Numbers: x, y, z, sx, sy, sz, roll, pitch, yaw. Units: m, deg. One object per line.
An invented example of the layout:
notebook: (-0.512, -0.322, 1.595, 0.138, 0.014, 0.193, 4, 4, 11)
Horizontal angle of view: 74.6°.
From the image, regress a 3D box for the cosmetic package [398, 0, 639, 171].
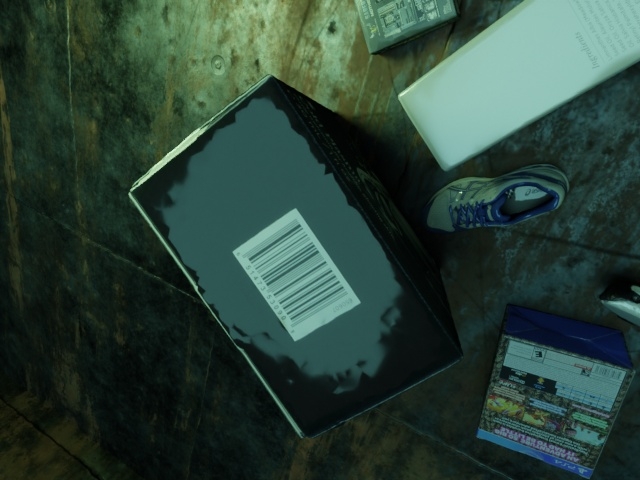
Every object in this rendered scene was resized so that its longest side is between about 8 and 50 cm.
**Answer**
cosmetic package: (0.379, -0.309, 0.677, 0.454, 0.230, 0.161, -31, 93, 33)

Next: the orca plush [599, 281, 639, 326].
orca plush: (0.679, 0.137, 0.779, 0.288, 0.151, 0.102, 28, 89, 19)

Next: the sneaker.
sneaker: (0.334, -0.076, 0.853, 0.297, 0.131, 0.111, -20, 101, 34)

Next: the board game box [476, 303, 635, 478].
board game box: (0.496, 0.321, 0.922, 0.232, 0.141, 0.290, 13, 116, 23)

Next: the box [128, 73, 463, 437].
box: (0.000, 0.000, 0.818, 0.298, 0.472, 0.479, -34, 93, 15)

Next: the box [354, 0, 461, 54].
box: (0.150, -0.510, 0.814, 0.184, 0.059, 0.232, -12, 104, 31)
